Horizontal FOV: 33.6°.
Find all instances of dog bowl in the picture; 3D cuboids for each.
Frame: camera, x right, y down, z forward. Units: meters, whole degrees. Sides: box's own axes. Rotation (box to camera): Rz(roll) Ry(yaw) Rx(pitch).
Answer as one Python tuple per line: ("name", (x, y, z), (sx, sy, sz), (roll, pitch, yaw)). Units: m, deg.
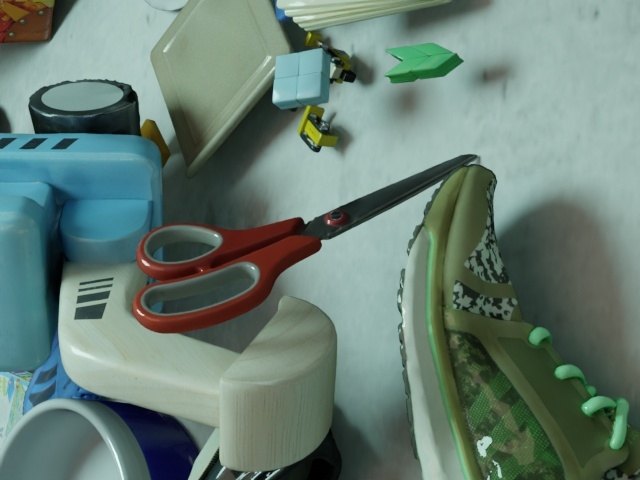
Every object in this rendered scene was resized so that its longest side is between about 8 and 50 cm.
("dog bowl", (-0.226, 0.291, 1.053), (0.265, 0.104, 0.265), (-11, 73, 43))

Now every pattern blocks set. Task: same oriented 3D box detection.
("pattern blocks set", (0.042, -0.275, 0.909), (0.285, 0.026, 0.325), (-15, 68, 21))

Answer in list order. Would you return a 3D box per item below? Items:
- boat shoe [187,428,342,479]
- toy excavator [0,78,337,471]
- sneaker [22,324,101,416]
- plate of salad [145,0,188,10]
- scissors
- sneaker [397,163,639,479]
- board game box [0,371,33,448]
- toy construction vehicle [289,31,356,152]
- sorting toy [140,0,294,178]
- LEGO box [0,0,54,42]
("boat shoe", (-0.079, 0.287, 0.897), (0.340, 0.127, 0.113), (-58, 39, 4))
("toy excavator", (-0.215, 0.036, 0.926), (0.445, 0.433, 0.222), (-98, 10, -61))
("sneaker", (-0.258, 0.150, 1.141), (0.082, 0.069, 0.209), (30, 102, 40))
("plate of salad", (-0.154, -0.352, 1.164), (0.200, 0.048, 0.200), (-11, 74, 43))
("scissors", (0.000, 0.000, 0.804), (0.109, 0.297, 0.021), (-116, 16, -47))
("sneaker", (0.157, 0.140, 0.729), (0.182, 0.158, 0.410), (-7, 72, 11))
("board game box", (-0.348, 0.230, 1.223), (0.103, 0.026, 0.154), (11, 97, 45))
("toy construction vehicle", (0.000, -0.139, 0.982), (0.098, 0.035, 0.086), (51, 127, 45))
("sorting toy", (-0.096, -0.183, 1.069), (0.348, 0.047, 0.196), (-44, 49, 34))
("LEGO box", (-0.472, -0.453, 1.144), (0.500, 0.372, 0.193), (115, 140, -50))
